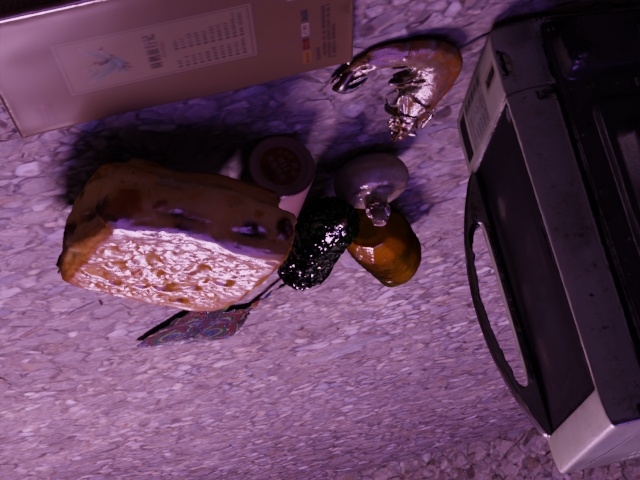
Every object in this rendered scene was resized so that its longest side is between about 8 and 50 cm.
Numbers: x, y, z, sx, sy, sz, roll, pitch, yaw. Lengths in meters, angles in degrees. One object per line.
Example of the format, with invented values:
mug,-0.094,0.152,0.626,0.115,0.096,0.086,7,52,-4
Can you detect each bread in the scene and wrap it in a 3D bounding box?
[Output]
bread,-0.153,-0.008,1.451,0.210,0.099,0.235,13,158,-21

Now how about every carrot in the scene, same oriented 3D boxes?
carrot,0.077,0.005,1.732,0.082,0.082,0.173,-19,160,13

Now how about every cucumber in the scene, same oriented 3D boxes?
cucumber,0.000,-0.002,1.619,0.072,0.072,0.300,-10,169,-12

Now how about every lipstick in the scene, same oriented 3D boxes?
lipstick,-0.061,-0.027,1.561,0.070,0.070,0.254,-9,160,-15

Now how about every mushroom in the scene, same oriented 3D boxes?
mushroom,0.058,-0.052,1.561,0.085,0.079,0.085,-13,161,-5

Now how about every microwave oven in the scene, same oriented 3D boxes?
microwave oven,0.329,-0.012,1.383,0.333,0.394,0.247,-9,161,-14

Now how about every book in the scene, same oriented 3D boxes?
book,-0.124,-0.169,1.203,0.310,0.021,0.217,-13,161,-4

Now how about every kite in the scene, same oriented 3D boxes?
kite,-0.131,0.092,1.935,0.152,0.015,0.285,-4,161,-34

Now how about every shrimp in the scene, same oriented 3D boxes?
shrimp,0.065,-0.140,1.395,0.124,0.034,0.178,-4,157,-20
